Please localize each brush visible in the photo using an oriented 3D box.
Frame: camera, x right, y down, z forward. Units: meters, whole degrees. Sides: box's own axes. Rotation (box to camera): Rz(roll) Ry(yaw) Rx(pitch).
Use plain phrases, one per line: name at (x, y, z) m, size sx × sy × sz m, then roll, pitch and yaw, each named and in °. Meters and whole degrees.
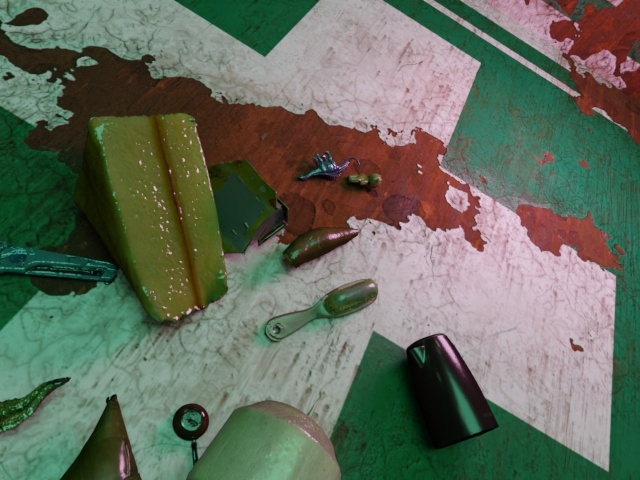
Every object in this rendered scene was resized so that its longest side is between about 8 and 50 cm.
brush at (0.012, 0.151, 1.134) m, size 0.312 × 0.067 × 0.072 m, roll -18°, pitch 69°, yaw -29°

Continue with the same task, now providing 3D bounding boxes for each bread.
bread at (-0.303, -0.043, 0.996) m, size 0.233 × 0.245 × 0.362 m, roll -20°, pitch 68°, yaw -45°

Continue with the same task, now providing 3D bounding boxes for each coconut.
coconut at (-0.099, 0.419, 0.816) m, size 0.237 × 0.237 × 0.266 m, roll 38°, pitch 48°, yaw 2°

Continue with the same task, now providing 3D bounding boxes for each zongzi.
zongzi at (-0.403, 0.396, 0.777) m, size 0.228 × 0.115 × 0.256 m, roll -16°, pitch 61°, yaw -25°

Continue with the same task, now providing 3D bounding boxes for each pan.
pan at (-0.238, 0.362, 0.917) m, size 0.068 × 0.023 × 0.115 m, roll -3°, pitch 61°, yaw -26°

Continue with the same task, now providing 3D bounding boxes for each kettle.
kettle at (0.296, 0.326, 1.105) m, size 0.202 × 0.144 × 0.232 m, roll 9°, pitch 52°, yaw -42°

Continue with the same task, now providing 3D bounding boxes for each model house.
model house at (-0.185, -0.086, 1.171) m, size 0.219 × 0.207 × 0.136 m, roll 44°, pitch 17°, yaw 19°

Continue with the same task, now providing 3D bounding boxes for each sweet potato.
sweet potato at (0.000, 0.000, 1.216) m, size 0.243 × 0.077 × 0.077 m, roll -27°, pitch 73°, yaw -37°

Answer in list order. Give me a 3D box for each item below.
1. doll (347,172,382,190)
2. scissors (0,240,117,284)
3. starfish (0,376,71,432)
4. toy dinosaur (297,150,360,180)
doll at (0.126, -0.177, 1.391) m, size 0.093 × 0.051 × 0.062 m, roll 21°, pitch 26°, yaw -14°
scissors at (-0.606, 0.041, 0.953) m, size 0.392 × 0.032 × 0.180 m, roll 10°, pitch 58°, yaw -18°
starfish at (-0.618, 0.286, 0.767) m, size 0.357 × 0.078 × 0.347 m, roll 25°, pitch 54°, yaw -7°
toy dinosaur at (0.021, -0.207, 1.370) m, size 0.197 × 0.045 × 0.080 m, roll -18°, pitch 81°, yaw -23°
